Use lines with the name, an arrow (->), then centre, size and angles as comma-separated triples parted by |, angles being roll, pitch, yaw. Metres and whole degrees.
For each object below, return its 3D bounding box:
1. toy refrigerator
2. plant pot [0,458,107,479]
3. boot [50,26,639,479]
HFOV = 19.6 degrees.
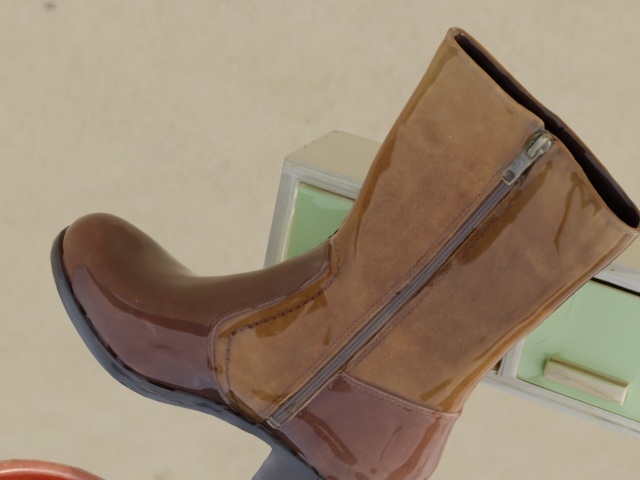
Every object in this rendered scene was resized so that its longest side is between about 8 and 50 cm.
toy refrigerator -> 0.103, 0.025, 1.129 | 0.269, 0.094, 0.102 | 19, 111, 17
plant pot -> -0.267, 0.327, 1.393 | 0.272, 0.272, 0.265 | 22, 150, -26
boot -> 0.000, 0.000, 1.014 | 0.096, 0.264, 0.280 | -18, 149, -54
